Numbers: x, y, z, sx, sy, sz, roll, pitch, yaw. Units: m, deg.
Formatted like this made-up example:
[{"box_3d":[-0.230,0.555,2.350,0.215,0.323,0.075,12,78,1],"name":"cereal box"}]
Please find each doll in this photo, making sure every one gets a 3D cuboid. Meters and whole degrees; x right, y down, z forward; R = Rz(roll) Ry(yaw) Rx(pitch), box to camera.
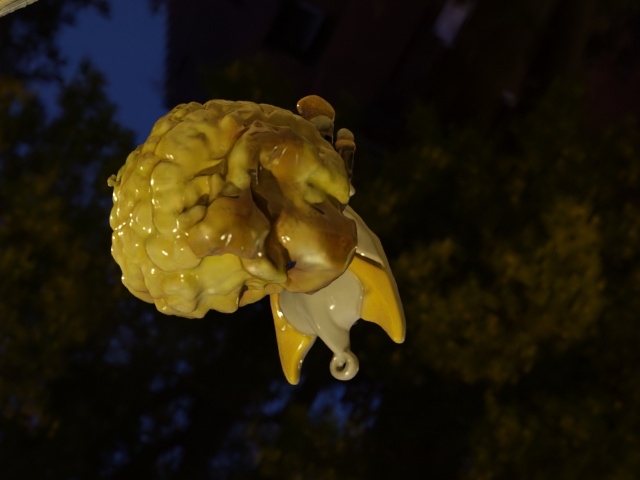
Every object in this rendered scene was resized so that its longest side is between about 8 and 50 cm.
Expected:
[{"box_3d":[0.003,-0.002,1.899,0.103,0.145,0.316,63,-164,-65],"name":"doll"}]

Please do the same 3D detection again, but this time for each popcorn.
[{"box_3d":[-0.083,-0.026,1.675,0.237,0.206,0.251,2,-168,-14],"name":"popcorn"}]

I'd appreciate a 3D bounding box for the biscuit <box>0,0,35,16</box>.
[{"box_3d":[-0.381,-0.356,1.835,0.079,0.186,0.309,26,147,51],"name":"biscuit"}]
